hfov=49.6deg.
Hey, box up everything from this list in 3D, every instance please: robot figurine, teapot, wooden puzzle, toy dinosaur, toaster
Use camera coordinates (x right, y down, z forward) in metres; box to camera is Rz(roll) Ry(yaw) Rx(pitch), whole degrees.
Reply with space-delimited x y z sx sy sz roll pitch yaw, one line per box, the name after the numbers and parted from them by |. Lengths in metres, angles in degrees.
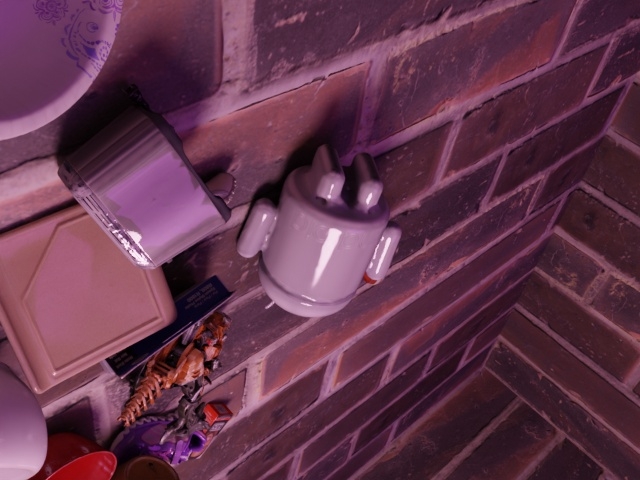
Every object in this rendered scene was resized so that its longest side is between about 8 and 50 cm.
0.000 0.000 1.290 0.300 0.199 0.353 12 125 -14 | robot figurine
-0.482 0.227 0.905 0.253 0.187 0.256 6 150 -37 | teapot
-0.331 0.062 0.966 0.239 0.044 0.220 -30 114 -36 | wooden puzzle
-0.268 0.231 1.249 0.322 0.164 0.218 -12 131 -51 | toy dinosaur
-0.233 -0.071 0.905 0.146 0.129 0.227 -40 128 -12 | toaster

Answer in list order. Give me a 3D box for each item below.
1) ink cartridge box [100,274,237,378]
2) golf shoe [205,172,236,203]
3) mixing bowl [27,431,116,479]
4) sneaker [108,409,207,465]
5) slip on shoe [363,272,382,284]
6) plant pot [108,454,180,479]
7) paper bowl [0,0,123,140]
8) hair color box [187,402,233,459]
-0.258 0.137 1.132 0.223 0.045 0.224 -37 -174 -23 | ink cartridge box
-0.197 -0.065 1.063 0.086 0.069 0.176 56 47 -22 | golf shoe
-0.469 0.409 1.235 0.181 0.098 0.181 -36 151 -24 | mixing bowl
-0.331 0.428 1.458 0.236 0.104 0.095 -5 131 -52 | sneaker
0.076 0.009 1.530 0.101 0.123 0.331 -24 151 1 | slip on shoe
-0.383 0.549 1.359 0.237 0.237 0.254 -2 134 -55 | plant pot
-0.307 -0.227 0.543 0.284 0.148 0.284 -37 135 -50 | paper bowl
-0.276 0.450 1.635 0.141 0.043 0.072 -52 154 8 | hair color box
